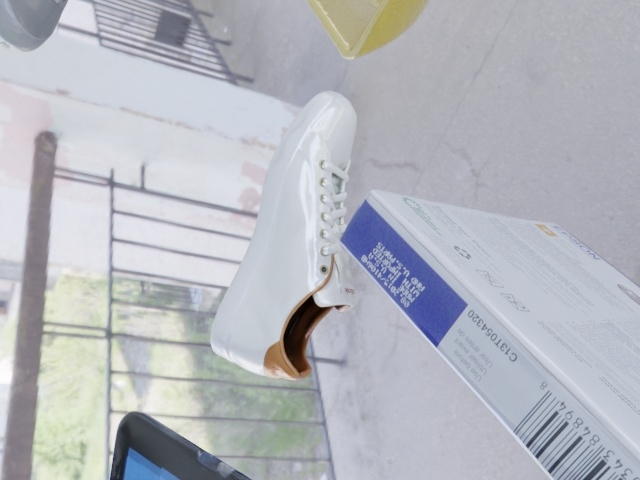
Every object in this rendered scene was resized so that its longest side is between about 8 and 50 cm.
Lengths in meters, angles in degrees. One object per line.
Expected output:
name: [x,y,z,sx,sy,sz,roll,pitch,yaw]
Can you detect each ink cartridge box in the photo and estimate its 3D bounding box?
ink cartridge box: [0.225,0.087,0.581,0.324,0.330,0.071,49,118,37]

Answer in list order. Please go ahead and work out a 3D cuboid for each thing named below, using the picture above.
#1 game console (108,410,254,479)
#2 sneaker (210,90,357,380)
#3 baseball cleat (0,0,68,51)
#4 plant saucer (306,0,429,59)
game console: [-0.116,0.309,0.455,0.250,0.173,0.293,-65,-14,-79]
sneaker: [0.000,0.000,0.673,0.123,0.106,0.290,20,92,27]
baseball cleat: [-0.230,-0.263,0.593,0.109,0.072,0.205,-13,63,26]
plant saucer: [0.092,-0.397,0.736,0.332,0.081,0.332,-56,37,29]
